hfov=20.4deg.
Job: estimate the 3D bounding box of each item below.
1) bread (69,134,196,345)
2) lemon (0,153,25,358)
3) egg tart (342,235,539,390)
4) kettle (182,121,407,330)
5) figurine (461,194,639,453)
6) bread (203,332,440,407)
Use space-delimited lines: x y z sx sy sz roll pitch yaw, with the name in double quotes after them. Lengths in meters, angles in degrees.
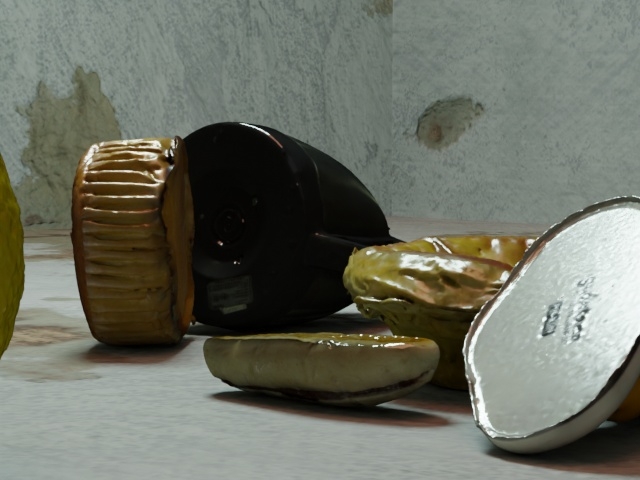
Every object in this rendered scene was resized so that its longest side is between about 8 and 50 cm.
-0.175 0.001 1.657 0.104 0.199 0.199 -2 3 4 "bread"
-0.315 0.013 0.989 0.268 0.268 0.322 3 22 42 "lemon"
0.154 0.058 1.423 0.294 0.116 0.295 2 5 0 "egg tart"
-0.010 -0.012 1.843 0.250 0.207 0.271 -22 -17 28 "kettle"
0.198 0.095 1.194 0.166 0.141 0.250 -15 29 38 "figurine"
-0.005 0.094 1.307 0.214 0.053 0.073 0 -2 42 "bread"
